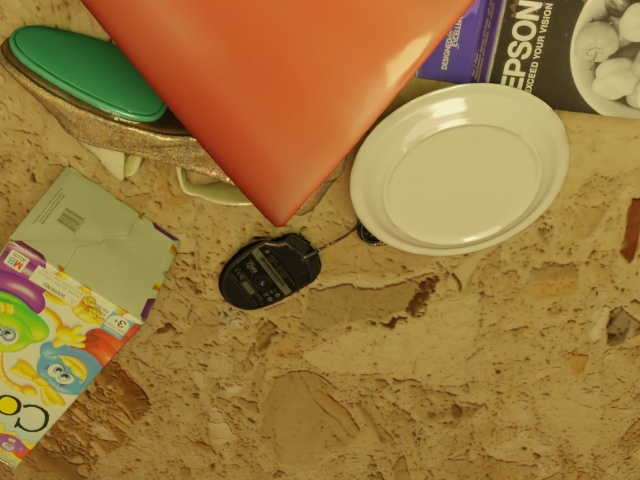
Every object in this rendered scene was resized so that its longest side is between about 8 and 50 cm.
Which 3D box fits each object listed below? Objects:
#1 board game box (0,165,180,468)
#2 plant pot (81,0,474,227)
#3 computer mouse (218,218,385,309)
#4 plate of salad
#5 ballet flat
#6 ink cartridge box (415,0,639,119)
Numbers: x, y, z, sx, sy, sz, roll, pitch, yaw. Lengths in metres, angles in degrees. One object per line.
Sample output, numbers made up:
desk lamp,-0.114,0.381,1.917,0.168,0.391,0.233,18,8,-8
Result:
board game box,-0.291,0.086,0.790,0.142,0.144,0.275,36,120,-16
plant pot,-0.033,-0.186,0.529,0.243,0.275,0.275,40,119,-4
computer mouse,0.000,0.000,0.772,0.242,0.041,0.071,-27,114,14
plate of salad,0.125,-0.063,0.693,0.200,0.048,0.199,-3,135,-3
ballet flat,-0.136,-0.093,0.687,0.316,0.107,0.106,19,130,-4
ink cartridge box,0.193,-0.207,0.609,0.209,0.045,0.206,7,123,3
